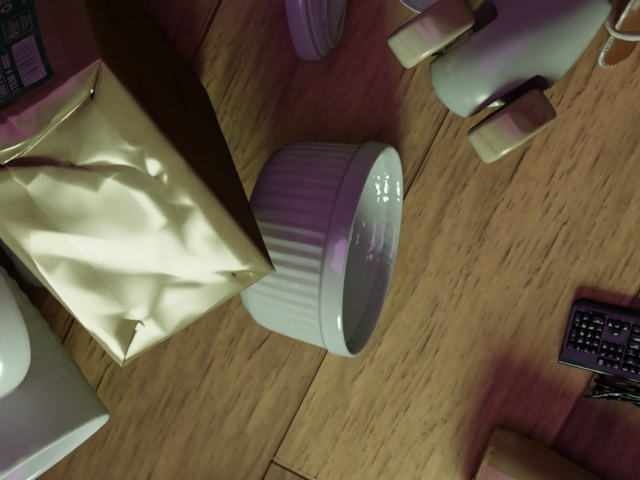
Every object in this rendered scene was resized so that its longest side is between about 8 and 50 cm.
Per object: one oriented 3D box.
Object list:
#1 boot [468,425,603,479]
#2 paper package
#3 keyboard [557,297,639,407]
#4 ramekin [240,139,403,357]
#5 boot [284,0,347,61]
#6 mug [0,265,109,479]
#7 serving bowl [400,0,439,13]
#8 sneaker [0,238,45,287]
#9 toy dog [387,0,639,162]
[{"bbox_3d":[0.252,0.344,1.777,0.269,0.089,0.236,23,90,2],"label":"boot"},{"bbox_3d":[-0.210,-0.106,1.570,0.168,0.325,0.309,-31,130,8],"label":"paper package"},{"bbox_3d":[0.333,0.126,1.745,0.192,0.038,0.100,13,103,6],"label":"keyboard"},{"bbox_3d":[0.000,0.000,1.684,0.109,0.207,0.207,11,102,14],"label":"ramekin"},{"bbox_3d":[0.036,-0.297,1.668,0.123,0.095,0.258,4,100,18],"label":"boot"},{"bbox_3d":[-0.388,0.096,1.685,0.328,0.276,0.374,54,143,5],"label":"mug"},{"bbox_3d":[0.109,-0.260,1.704,0.083,0.027,0.083,2,102,8],"label":"serving bowl"},{"bbox_3d":[-0.334,-0.062,1.772,0.111,0.103,0.252,-18,105,31],"label":"sneaker"},{"bbox_3d":[0.223,-0.208,1.661,0.333,0.161,0.220,-16,96,-5],"label":"toy dog"}]
